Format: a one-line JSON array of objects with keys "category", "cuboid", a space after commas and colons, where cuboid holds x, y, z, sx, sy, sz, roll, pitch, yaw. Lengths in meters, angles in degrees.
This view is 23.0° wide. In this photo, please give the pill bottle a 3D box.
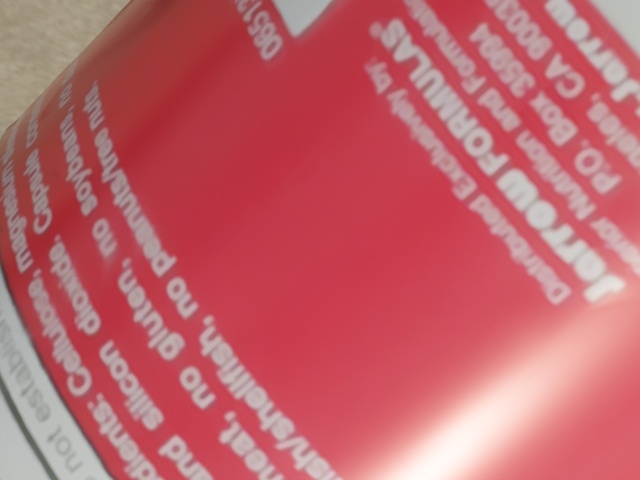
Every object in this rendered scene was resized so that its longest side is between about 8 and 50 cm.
[{"category": "pill bottle", "cuboid": [-0.008, 0.047, 0.454, 0.407, 0.229, 0.229, -42, 83, 19]}]
